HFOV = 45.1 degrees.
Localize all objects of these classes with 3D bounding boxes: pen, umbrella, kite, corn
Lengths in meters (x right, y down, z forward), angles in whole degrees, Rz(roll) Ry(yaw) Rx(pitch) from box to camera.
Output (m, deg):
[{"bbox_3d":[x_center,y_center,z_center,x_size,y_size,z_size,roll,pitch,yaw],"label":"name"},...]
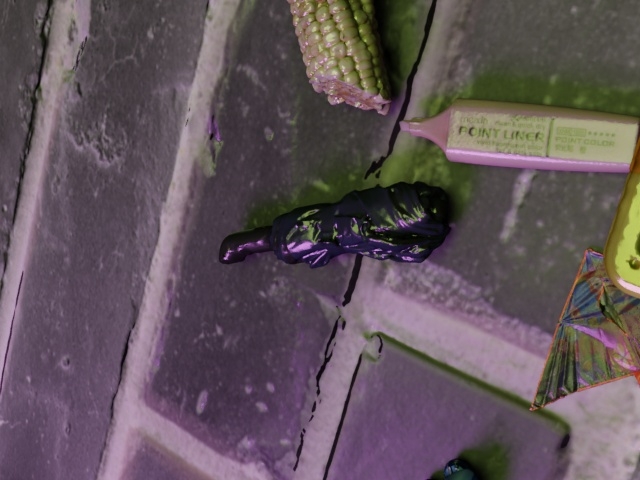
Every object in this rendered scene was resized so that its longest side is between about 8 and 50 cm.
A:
[{"bbox_3d":[0.151,-0.085,0.614,0.197,0.032,0.053,9,98,32],"label":"pen"},{"bbox_3d":[-0.002,-0.008,0.700,0.248,0.071,0.070,-6,90,33],"label":"umbrella"},{"bbox_3d":[0.233,0.080,0.582,0.190,0.010,0.159,-29,77,32],"label":"kite"},{"bbox_3d":[0.006,-0.210,0.673,0.087,0.087,0.210,-10,87,34],"label":"corn"}]

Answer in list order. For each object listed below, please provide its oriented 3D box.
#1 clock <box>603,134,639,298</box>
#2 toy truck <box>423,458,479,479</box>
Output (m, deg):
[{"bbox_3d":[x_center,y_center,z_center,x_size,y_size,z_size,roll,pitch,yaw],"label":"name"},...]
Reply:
[{"bbox_3d":[0.280,-0.046,0.493,0.143,0.096,0.202,22,104,33],"label":"clock"},{"bbox_3d":[0.120,0.238,0.644,0.090,0.056,0.073,46,121,8],"label":"toy truck"}]
